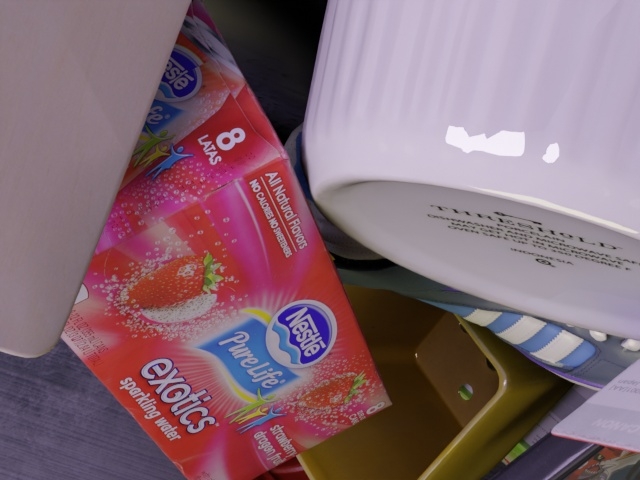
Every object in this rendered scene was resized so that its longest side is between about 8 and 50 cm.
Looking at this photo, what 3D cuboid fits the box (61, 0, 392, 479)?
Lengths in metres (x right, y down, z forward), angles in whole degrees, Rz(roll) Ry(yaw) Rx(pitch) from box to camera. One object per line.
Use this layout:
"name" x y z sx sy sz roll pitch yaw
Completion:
"box" -0.062 0.018 0.609 0.122 0.128 0.257 60 176 35

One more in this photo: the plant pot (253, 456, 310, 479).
"plant pot" -0.051 0.120 1.284 0.272 0.272 0.265 24 -178 -27

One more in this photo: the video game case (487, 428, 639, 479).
"video game case" 0.288 0.161 0.965 0.248 0.275 0.035 33 -160 -52

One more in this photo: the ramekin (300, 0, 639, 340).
"ramekin" 0.115 -0.044 0.515 0.273 0.127 0.273 18 170 3

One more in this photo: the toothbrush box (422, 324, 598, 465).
"toothbrush box" 0.240 0.186 1.215 0.206 0.122 0.283 42 174 26

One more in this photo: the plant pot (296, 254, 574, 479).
"plant pot" 0.096 0.107 0.998 0.187 0.212 0.212 3 -138 -45

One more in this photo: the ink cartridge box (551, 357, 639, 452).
"ink cartridge box" 0.275 0.054 0.493 0.275 0.239 0.060 -1 120 61

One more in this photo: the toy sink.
"toy sink" -0.154 -0.093 0.443 0.131 0.234 0.153 10 167 39

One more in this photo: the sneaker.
"sneaker" 0.125 0.002 0.717 0.323 0.130 0.236 19 175 28
